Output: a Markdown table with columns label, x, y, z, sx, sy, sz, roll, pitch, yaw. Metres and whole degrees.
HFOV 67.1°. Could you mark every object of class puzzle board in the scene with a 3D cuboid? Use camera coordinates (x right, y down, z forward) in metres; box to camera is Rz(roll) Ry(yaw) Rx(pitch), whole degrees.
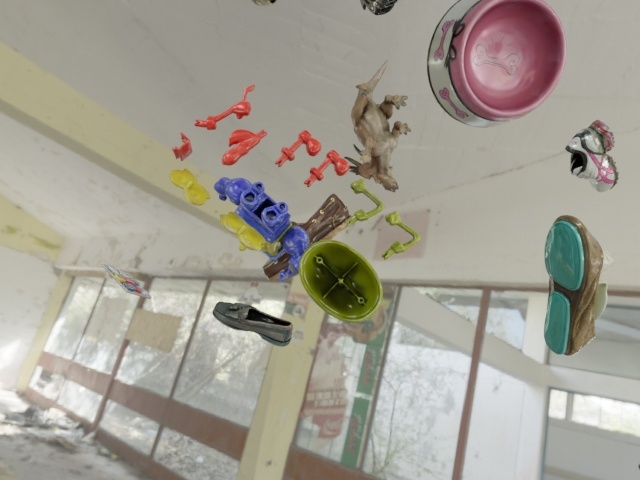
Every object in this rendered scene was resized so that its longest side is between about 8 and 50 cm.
| label | x | y | z | sx | sy | sz | roll | pitch | yaw |
| --- | --- | --- | --- | --- | --- | --- | --- | --- | --- |
| puzzle board | -0.468 | 0.100 | 1.175 | 0.096 | 0.011 | 0.128 | 43 | -7 | 14 |

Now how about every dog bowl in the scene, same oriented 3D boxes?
| label | x | y | z | sx | sy | sz | roll | pitch | yaw |
| --- | --- | --- | --- | --- | --- | --- | --- | --- | --- |
| dog bowl | 0.538 | -0.542 | 1.440 | 0.408 | 0.407 | 0.150 | 20 | 11 | -16 |

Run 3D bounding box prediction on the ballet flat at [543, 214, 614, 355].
| label | x | y | z | sx | sy | sz | roll | pitch | yaw |
| --- | --- | --- | --- | --- | --- | --- | --- | --- | --- |
| ballet flat | 0.539 | 0.089 | 0.998 | 0.124 | 0.342 | 0.116 | -17 | 25 | -11 |

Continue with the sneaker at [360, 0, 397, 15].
| label | x | y | z | sx | sy | sz | roll | pitch | yaw |
| --- | --- | --- | --- | --- | --- | --- | --- | --- | --- |
| sneaker | 0.189 | -0.715 | 1.386 | 0.109 | 0.286 | 0.130 | -20 | -56 | -9 |

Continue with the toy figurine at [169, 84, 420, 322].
| label | x | y | z | sx | sy | sz | roll | pitch | yaw |
| --- | --- | --- | --- | --- | --- | --- | --- | --- | --- |
| toy figurine | -0.050 | -0.034 | 0.765 | 0.362 | 0.191 | 0.217 | 39 | -15 | 0 |

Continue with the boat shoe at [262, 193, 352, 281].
| label | x | y | z | sx | sy | sz | roll | pitch | yaw |
| --- | --- | --- | --- | --- | --- | --- | --- | --- | --- |
| boat shoe | -0.034 | -0.008 | 0.919 | 0.073 | 0.207 | 0.073 | 54 | -16 | -13 |

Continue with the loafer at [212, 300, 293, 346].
| label | x | y | z | sx | sy | sz | roll | pitch | yaw |
| --- | --- | --- | --- | --- | --- | --- | --- | --- | --- |
| loafer | -0.208 | 0.241 | 1.514 | 0.268 | 0.096 | 0.084 | 22 | -56 | 5 |

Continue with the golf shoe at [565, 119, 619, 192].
| label | x | y | z | sx | sy | sz | roll | pitch | yaw |
| --- | --- | --- | --- | --- | --- | --- | --- | --- | --- |
| golf shoe | 0.530 | -0.152 | 0.953 | 0.086 | 0.067 | 0.186 | -34 | -48 | 12 |

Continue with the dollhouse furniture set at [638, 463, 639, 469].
| label | x | y | z | sx | sy | sz | roll | pitch | yaw |
| --- | --- | --- | --- | --- | --- | --- | --- | --- | --- |
| dollhouse furniture set | 0.288 | 0.331 | 0.482 | 0.198 | 0.151 | 0.301 | -19 | -21 | -26 |

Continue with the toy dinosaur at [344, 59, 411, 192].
| label | x | y | z | sx | sy | sz | roll | pitch | yaw |
| --- | --- | --- | --- | --- | --- | --- | --- | --- | --- |
| toy dinosaur | 0.119 | -0.261 | 1.147 | 0.127 | 0.295 | 0.200 | -7 | -1 | -10 |

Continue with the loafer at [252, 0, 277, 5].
| label | x | y | z | sx | sy | sz | roll | pitch | yaw |
| --- | --- | --- | --- | --- | --- | --- | --- | --- | --- |
| loafer | -0.144 | -0.802 | 1.374 | 0.092 | 0.102 | 0.268 | 41 | -36 | 29 |
